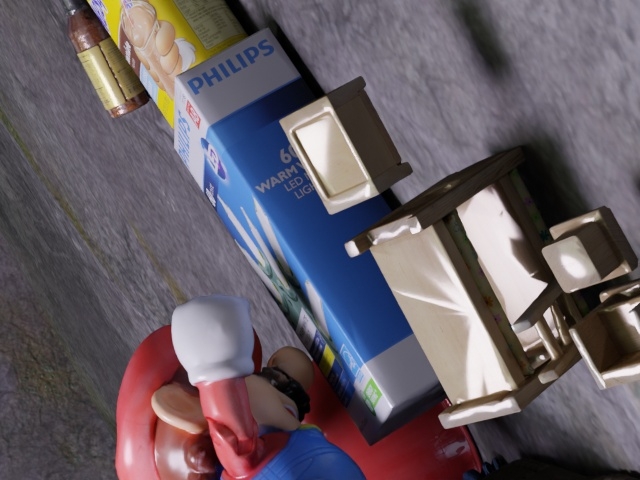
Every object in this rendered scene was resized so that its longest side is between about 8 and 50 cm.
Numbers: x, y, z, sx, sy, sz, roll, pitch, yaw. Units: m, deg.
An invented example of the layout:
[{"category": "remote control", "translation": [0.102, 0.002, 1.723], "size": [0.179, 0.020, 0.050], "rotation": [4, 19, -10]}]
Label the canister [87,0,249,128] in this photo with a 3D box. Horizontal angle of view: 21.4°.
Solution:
[{"category": "canister", "translation": [-0.121, -0.175, 1.207], "size": [0.170, 0.073, 0.126], "rotation": [56, 164, 8]}]

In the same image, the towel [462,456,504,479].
[{"category": "towel", "translation": [0.143, 0.208, 1.160], "size": [0.119, 0.029, 0.067], "rotation": [50, 161, 29]}]

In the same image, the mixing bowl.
[{"category": "mixing bowl", "translation": [0.035, 0.153, 1.268], "size": [0.181, 0.098, 0.181], "rotation": [52, 161, 25]}]

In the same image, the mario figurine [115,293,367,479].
[{"category": "mario figurine", "translation": [-0.006, 0.140, 1.112], "size": [0.320, 0.170, 0.198], "rotation": [37, 125, 39]}]

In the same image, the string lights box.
[{"category": "string lights box", "translation": [0.000, 0.000, 1.137], "size": [0.259, 0.077, 0.133], "rotation": [56, 166, 13]}]

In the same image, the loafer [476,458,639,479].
[{"category": "loafer", "translation": [0.151, 0.195, 1.004], "size": [0.092, 0.102, 0.268], "rotation": [60, 173, -7]}]

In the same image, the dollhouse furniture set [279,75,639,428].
[{"category": "dollhouse furniture set", "translation": [0.101, -0.021, 0.834], "size": [0.161, 0.101, 0.182], "rotation": [-21, 99, 49]}]

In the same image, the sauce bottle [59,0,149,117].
[{"category": "sauce bottle", "translation": [-0.196, -0.172, 1.495], "size": [0.128, 0.042, 0.042], "rotation": [66, 163, -12]}]
